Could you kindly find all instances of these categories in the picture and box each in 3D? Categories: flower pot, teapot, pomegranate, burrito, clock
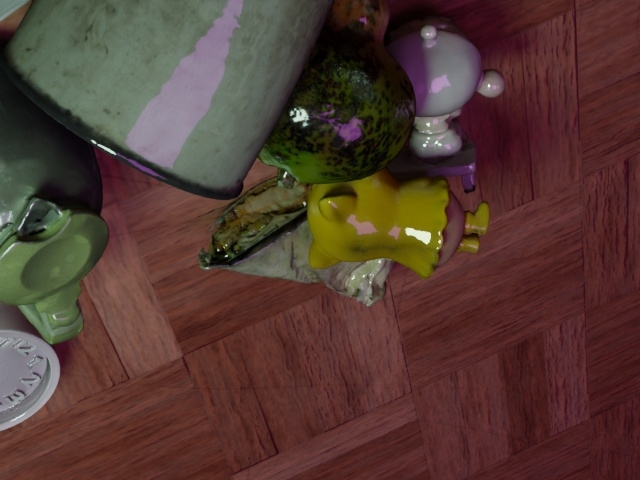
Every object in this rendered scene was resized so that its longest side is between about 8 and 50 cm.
[{"bbox_3d":[-0.124,-0.250,1.353,0.293,0.293,0.330,22,109,-42],"label":"flower pot"},{"bbox_3d":[-0.360,-0.018,1.453,0.239,0.239,0.321,-10,142,-43],"label":"teapot"},{"bbox_3d":[0.003,-0.204,1.567,0.222,0.276,0.204,13,161,-40],"label":"pomegranate"},{"bbox_3d":[0.005,-0.012,1.795,0.348,0.107,0.175,13,107,-41],"label":"burrito"},{"bbox_3d":[-0.447,0.168,1.728,0.197,0.068,0.197,-16,136,-16],"label":"clock"}]

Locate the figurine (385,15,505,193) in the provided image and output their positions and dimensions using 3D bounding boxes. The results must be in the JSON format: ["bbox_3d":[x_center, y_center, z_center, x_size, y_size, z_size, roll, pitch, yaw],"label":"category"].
[{"bbox_3d":[0.132,-0.183,1.686,0.144,0.182,0.256,-56,147,-39],"label":"figurine"}]

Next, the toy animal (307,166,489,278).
[{"bbox_3d":[0.097,-0.021,1.663,0.230,0.156,0.156,2,131,-9],"label":"toy animal"}]

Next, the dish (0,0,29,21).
[{"bbox_3d":[-0.393,-0.275,1.331,0.234,0.064,0.154,-32,139,2],"label":"dish"}]
